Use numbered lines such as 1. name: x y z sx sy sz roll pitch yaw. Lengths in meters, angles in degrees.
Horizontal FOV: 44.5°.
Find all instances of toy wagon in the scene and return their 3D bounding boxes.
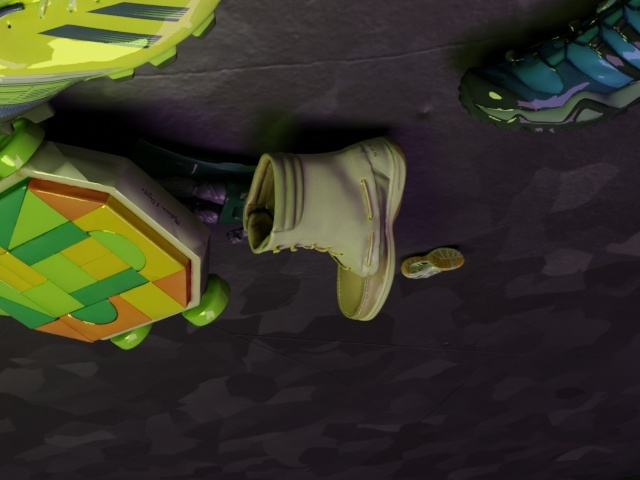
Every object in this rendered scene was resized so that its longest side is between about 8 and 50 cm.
1. toy wagon: -0.271 0.023 0.798 0.344 0.068 0.267 -21 130 33

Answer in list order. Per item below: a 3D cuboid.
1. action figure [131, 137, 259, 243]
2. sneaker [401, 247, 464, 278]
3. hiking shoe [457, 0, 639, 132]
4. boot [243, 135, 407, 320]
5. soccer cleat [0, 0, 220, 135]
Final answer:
1. action figure: -0.086 -0.041 0.836 0.232 0.063 0.137 0 141 -23
2. sneaker: 0.149 0.031 1.038 0.083 0.031 0.037 -9 160 6
3. hiking shoe: 0.273 -0.187 0.711 0.304 0.113 0.132 -11 119 5
4. boot: 0.000 0.000 0.816 0.165 0.077 0.213 -11 121 -32
5. soccer cleat: -0.184 -0.176 0.580 0.289 0.093 0.121 -23 138 16
